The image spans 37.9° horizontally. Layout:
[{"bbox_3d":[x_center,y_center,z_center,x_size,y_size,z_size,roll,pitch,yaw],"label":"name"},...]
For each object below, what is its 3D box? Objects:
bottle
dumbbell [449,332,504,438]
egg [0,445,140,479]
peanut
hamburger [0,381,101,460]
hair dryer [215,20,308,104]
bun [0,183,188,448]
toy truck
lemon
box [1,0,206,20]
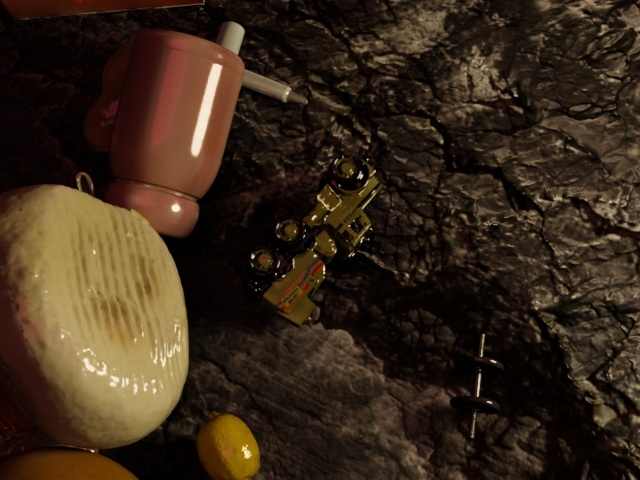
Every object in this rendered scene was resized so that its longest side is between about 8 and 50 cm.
[{"bbox_3d":[-0.244,-0.153,1.394,0.206,0.173,0.296,14,88,-14],"label":"bottle"},{"bbox_3d":[0.214,0.197,1.275,0.069,0.069,0.147,6,69,9],"label":"dumbbell"},{"bbox_3d":[-0.302,0.420,1.123,0.283,0.282,0.351,-30,85,-6],"label":"egg"},{"bbox_3d":[-0.308,-0.239,1.500,0.108,0.095,0.226,14,73,28],"label":"peanut"},{"bbox_3d":[-0.456,0.249,1.231,0.245,0.282,0.155,42,116,21],"label":"hamburger"},{"bbox_3d":[-0.094,-0.270,1.520,0.183,0.044,0.154,11,72,6],"label":"hair dryer"},{"bbox_3d":[-0.323,0.098,1.206,0.213,0.361,0.361,-30,65,24],"label":"bun"},{"bbox_3d":[-0.002,-0.004,1.358,0.127,0.127,0.257,37,75,3],"label":"toy truck"},{"bbox_3d":[-0.127,0.283,1.271,0.082,0.082,0.110,-33,65,-7],"label":"lemon"},{"bbox_3d":[-0.378,-0.592,1.633,0.345,0.122,0.385,-4,68,5],"label":"box"}]
